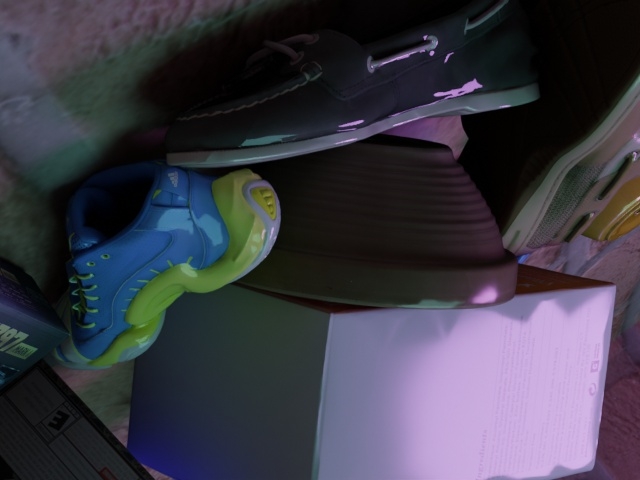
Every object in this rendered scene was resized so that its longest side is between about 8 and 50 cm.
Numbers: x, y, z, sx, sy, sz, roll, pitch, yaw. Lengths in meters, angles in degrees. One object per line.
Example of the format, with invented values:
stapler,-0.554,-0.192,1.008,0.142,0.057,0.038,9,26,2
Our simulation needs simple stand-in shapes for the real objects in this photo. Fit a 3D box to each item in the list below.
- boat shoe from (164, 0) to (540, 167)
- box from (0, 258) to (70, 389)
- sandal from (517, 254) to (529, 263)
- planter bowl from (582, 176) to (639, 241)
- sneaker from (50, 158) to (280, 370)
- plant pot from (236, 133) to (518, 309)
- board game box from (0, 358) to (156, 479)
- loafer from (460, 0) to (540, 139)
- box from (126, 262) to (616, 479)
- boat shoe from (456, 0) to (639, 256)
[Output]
boat shoe,0.023,-0.117,1.057,0.335,0.095,0.112,-16,-170,-42
box,-0.279,0.074,0.979,0.183,0.059,0.233,-37,163,2
sandal,0.166,0.015,1.639,0.138,0.126,0.317,-33,165,-27
planter bowl,0.353,-0.063,1.858,0.217,0.090,0.217,-34,164,-11
sneaker,-0.144,0.008,1.076,0.126,0.091,0.240,23,134,-38
plant pot,0.036,-0.023,1.180,0.237,0.237,0.110,-8,107,-59
board game box,-0.244,0.273,1.179,0.291,0.232,0.141,-39,141,-14
loafer,0.176,-0.147,1.278,0.078,0.076,0.223,-19,154,-26
box,0.047,0.104,1.273,0.345,0.215,0.168,-3,103,-45
boat shoe,0.206,-0.100,1.191,0.110,0.121,0.341,-3,153,-21
